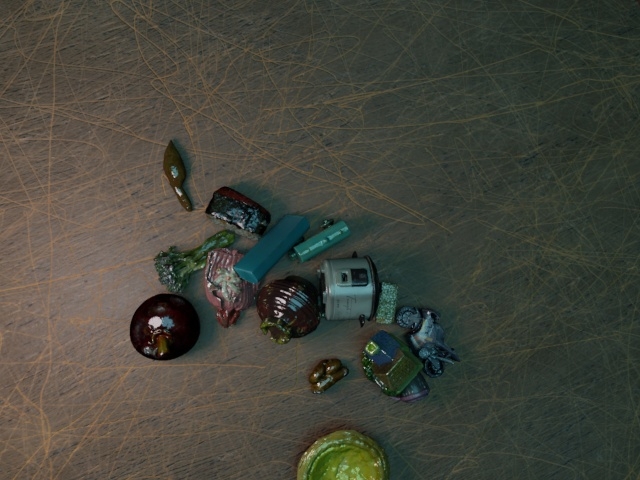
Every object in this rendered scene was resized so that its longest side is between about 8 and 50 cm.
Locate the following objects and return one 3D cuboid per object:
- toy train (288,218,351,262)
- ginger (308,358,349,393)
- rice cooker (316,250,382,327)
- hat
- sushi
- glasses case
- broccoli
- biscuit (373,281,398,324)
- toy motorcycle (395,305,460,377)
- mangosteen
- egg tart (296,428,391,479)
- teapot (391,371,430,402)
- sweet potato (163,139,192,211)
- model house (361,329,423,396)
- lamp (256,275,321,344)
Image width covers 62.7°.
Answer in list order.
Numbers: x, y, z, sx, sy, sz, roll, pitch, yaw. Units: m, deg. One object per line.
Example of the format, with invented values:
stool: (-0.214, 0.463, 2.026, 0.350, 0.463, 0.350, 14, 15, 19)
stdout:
toy train: (0.000, 0.000, 1.921, 0.248, 0.159, 0.101, -31, 98, -12)
ginger: (0.021, 0.491, 1.947, 0.162, 0.073, 0.103, -29, 107, -16)
rice cooker: (0.109, 0.173, 1.891, 0.227, 0.241, 0.280, -1, 61, -7)
hat: (-0.311, 0.175, 1.875, 0.237, 0.107, 0.286, 11, 90, -30)
sushi: (-0.295, -0.091, 1.881, 0.225, 0.136, 0.126, 31, 74, -3)
glasses case: (-0.168, 0.026, 1.871, 0.301, 0.117, 0.070, -48, 128, -27)
broccoli: (-0.439, 0.056, 1.860, 0.304, 0.145, 0.164, -35, 98, -22)
biscuit: (0.249, 0.238, 1.998, 0.082, 0.070, 0.168, 8, 88, 5)
toy motorcycle: (0.413, 0.369, 2.007, 0.173, 0.108, 0.307, -31, 95, -16)
mangosteen: (-0.523, 0.305, 1.755, 0.236, 0.261, 0.235, -4, 109, -11)
egg tart: (0.080, 0.842, 1.908, 0.346, 0.132, 0.345, 0, 87, -9)
teapot: (0.328, 0.536, 1.995, 0.116, 0.148, 0.145, -8, 73, -46)
sweet potato: (-0.515, -0.229, 1.879, 0.075, 0.075, 0.269, -15, 94, -11)
model house: (0.231, 0.436, 1.894, 0.195, 0.189, 0.214, -44, 66, -1)
lamp: (-0.116, 0.247, 1.852, 0.247, 0.247, 0.246, 0, 87, -10)
